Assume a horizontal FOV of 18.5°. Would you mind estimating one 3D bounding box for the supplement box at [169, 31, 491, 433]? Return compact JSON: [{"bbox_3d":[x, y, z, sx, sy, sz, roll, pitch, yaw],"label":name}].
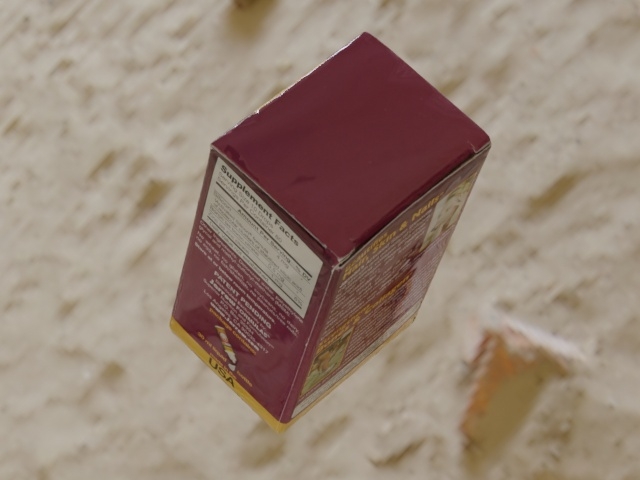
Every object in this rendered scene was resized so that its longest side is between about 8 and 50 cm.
[{"bbox_3d":[0.000,0.000,0.471,0.043,0.083,0.055,43,59,16],"label":"supplement box"}]
